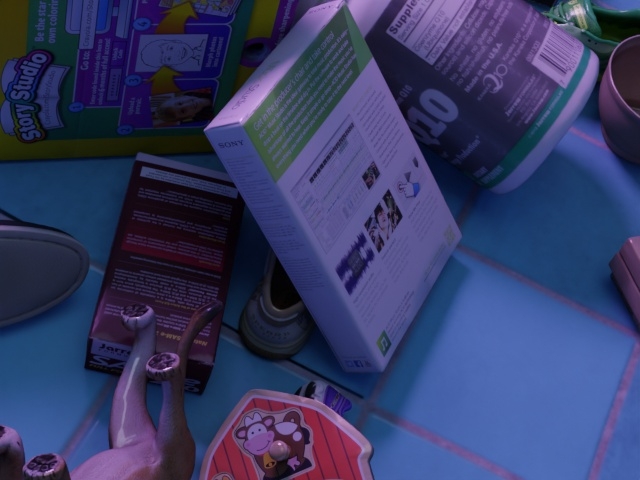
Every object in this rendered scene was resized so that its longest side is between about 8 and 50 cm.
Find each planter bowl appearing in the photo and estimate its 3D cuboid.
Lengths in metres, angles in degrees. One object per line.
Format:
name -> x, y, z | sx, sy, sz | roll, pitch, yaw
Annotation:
planter bowl -> 0.420, -0.164, 1.638 | 0.162, 0.109, 0.162 | 7, 56, -10

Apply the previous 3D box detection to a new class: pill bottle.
pill bottle -> 0.124, -0.232, 1.505 | 0.361, 0.204, 0.204 | 35, 54, -5

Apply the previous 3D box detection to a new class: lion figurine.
lion figurine -> -0.197, 0.235, 1.169 | 0.142, 0.240, 0.392 | 13, 33, 33

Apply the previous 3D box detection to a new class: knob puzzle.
knob puzzle -> -0.040, 0.230, 1.231 | 0.213, 0.030, 0.213 | -7, 71, 19

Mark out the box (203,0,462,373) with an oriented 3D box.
box -> 0.026, -0.055, 1.356 | 0.232, 0.058, 0.322 | -55, 127, -41

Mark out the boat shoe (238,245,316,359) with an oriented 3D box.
boat shoe -> 0.000, 0.000, 1.423 | 0.104, 0.089, 0.285 | 23, 54, 0

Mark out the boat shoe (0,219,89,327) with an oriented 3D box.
boat shoe -> -0.405, 0.026, 1.280 | 0.340, 0.127, 0.113 | -15, 39, -21

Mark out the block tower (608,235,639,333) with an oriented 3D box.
block tower -> 0.505, 0.025, 1.547 | 0.335, 0.091, 0.097 | -10, 61, -22

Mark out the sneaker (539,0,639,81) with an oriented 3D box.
sneaker -> 0.298, -0.268, 1.665 | 0.295, 0.123, 0.109 | -5, 59, -18

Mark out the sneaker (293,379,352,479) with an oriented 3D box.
sneaker -> 0.000, 0.222, 1.294 | 0.071, 0.068, 0.170 | 26, 58, -21

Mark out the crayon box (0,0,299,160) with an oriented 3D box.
crayon box -> -0.195, -0.235, 1.358 | 0.313, 0.363, 0.106 | -3, 57, -18

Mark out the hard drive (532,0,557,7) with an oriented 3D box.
hard drive -> 0.206, -0.478, 1.817 | 0.338, 0.064, 0.237 | 22, 54, 0

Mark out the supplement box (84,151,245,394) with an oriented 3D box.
supplement box -> -0.159, 0.032, 1.369 | 0.130, 0.073, 0.239 | 14, 54, -6
